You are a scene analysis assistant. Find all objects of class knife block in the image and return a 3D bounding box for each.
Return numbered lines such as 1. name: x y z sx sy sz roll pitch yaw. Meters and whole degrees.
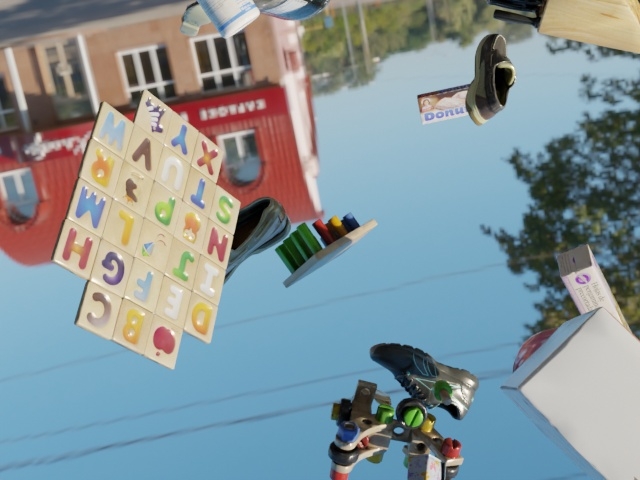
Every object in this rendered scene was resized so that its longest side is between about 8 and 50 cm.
1. knife block: 0.465 -0.438 1.676 0.242 0.275 0.088 -21 -141 35

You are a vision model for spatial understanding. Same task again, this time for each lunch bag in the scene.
1. lunch bag: 0.182 0.401 1.467 0.053 0.083 0.071 -10 -124 31

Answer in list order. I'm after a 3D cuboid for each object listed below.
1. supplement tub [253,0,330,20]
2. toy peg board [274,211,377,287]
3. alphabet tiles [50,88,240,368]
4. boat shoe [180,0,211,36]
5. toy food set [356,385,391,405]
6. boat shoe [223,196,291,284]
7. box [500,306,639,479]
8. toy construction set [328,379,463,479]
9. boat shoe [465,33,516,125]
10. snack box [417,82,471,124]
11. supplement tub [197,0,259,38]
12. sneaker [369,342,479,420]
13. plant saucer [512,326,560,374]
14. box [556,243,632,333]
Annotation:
1. supplement tub: -0.098 -0.563 1.778 0.207 0.207 0.338 -7 -174 17
2. toy peg board: 0.000 0.000 1.704 0.160 0.079 0.161 -31 174 -33
3. alphabet tiles: -0.218 -0.017 1.173 0.011 0.343 0.285 -9 149 34
4. boat shoe: -0.224 -0.416 1.600 0.049 0.043 0.137 21 165 -19
5. toy food set: 0.114 0.331 1.878 0.083 0.020 0.082 20 -178 0
6. boat shoe: -0.205 0.010 1.806 0.302 0.103 0.113 -38 -121 -8
7. box: 0.416 0.243 1.328 0.168 0.215 0.345 -45 169 -1
8. toy construction set: 0.140 0.412 1.720 0.257 0.309 0.237 -14 -163 -2
9. boat shoe: 0.323 -0.301 1.602 0.073 0.080 0.224 -13 -138 37
10. snack box: 0.297 -0.295 1.851 0.178 0.064 0.022 -11 -145 8
11. supplement tub: -0.146 -0.363 1.303 0.071 0.107 0.071 -33 -169 8
12. sneaker: 0.225 0.306 1.927 0.267 0.106 0.101 24 159 -10
13. plant saucer: 0.508 0.302 1.613 0.332 0.332 0.084 0 -140 39
14. box: 0.544 0.145 1.686 0.063 0.324 0.067 -22 -146 21
